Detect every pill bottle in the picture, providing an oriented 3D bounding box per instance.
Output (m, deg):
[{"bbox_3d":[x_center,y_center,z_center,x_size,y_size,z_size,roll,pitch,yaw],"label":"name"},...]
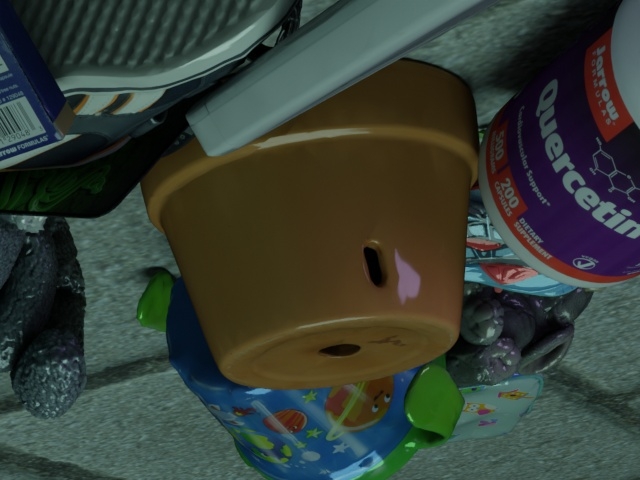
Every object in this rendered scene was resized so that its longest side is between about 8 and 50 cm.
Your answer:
[{"bbox_3d":[0.263,-0.095,1.507,0.181,0.181,0.323,0,159,-24],"label":"pill bottle"}]

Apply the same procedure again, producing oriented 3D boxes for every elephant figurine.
[{"bbox_3d":[0.210,0.066,2.016,0.239,0.169,0.186,-14,-163,-38],"label":"elephant figurine"}]

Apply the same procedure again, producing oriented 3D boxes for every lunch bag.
[{"bbox_3d":[0.132,0.161,2.294,0.224,0.108,0.279,-3,160,-7],"label":"lunch bag"}]

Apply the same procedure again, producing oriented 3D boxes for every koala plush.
[{"bbox_3d":[-0.284,0.006,1.571,0.196,0.203,0.221,2,150,5],"label":"koala plush"}]

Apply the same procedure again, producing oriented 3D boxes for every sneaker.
[{"bbox_3d":[-0.141,-0.133,1.309,0.321,0.126,0.127,-16,164,22],"label":"sneaker"},{"bbox_3d":[0.127,-0.027,1.817,0.262,0.104,0.125,3,130,-8],"label":"sneaker"}]

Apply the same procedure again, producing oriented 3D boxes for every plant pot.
[{"bbox_3d":[0.000,0.000,1.630,0.291,0.203,0.291,-7,161,-3],"label":"plant pot"}]

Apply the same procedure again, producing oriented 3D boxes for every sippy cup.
[{"bbox_3d":[-0.028,0.104,1.871,0.305,0.240,0.224,-19,149,20],"label":"sippy cup"}]

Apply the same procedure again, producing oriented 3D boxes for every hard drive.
[{"bbox_3d":[0.080,-0.159,1.228,0.233,0.047,0.353,-31,-177,-29],"label":"hard drive"}]

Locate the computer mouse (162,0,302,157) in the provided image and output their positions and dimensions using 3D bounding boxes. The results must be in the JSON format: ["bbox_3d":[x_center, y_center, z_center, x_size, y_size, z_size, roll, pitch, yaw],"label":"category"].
[{"bbox_3d":[-0.086,-0.134,1.473,0.071,0.041,0.242,30,139,-22],"label":"computer mouse"}]

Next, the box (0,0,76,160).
[{"bbox_3d":[-0.263,-0.142,1.213,0.136,0.036,0.225,-16,119,22],"label":"box"}]

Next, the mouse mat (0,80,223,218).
[{"bbox_3d":[-0.170,-0.070,1.398,0.152,0.190,0.007,3,126,27],"label":"mouse mat"}]

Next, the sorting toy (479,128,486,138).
[{"bbox_3d":[0.180,-0.097,1.720,0.083,0.012,0.062,-15,160,15],"label":"sorting toy"}]
